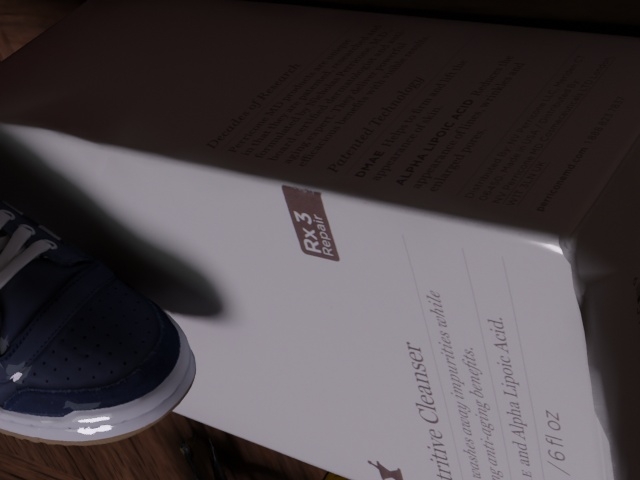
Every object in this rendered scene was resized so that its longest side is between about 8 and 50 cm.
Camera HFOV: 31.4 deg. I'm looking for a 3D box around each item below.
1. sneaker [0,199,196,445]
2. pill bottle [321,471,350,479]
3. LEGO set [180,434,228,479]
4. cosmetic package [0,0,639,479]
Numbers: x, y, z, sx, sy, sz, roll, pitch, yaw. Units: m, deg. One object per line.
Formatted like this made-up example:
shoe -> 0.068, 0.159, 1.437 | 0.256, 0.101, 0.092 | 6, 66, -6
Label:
sneaker -> -0.190, -0.008, 0.571 | 0.282, 0.099, 0.153 | 23, 141, 29
pill bottle -> 0.043, 0.198, 0.746 | 0.117, 0.208, 0.118 | 24, 142, 20
LEGO set -> -0.064, 0.353, 0.995 | 0.255, 0.192, 0.331 | -127, 17, -58
cosmetic package -> 0.000, 0.000, 0.615 | 0.385, 0.156, 0.217 | 10, 134, 34
